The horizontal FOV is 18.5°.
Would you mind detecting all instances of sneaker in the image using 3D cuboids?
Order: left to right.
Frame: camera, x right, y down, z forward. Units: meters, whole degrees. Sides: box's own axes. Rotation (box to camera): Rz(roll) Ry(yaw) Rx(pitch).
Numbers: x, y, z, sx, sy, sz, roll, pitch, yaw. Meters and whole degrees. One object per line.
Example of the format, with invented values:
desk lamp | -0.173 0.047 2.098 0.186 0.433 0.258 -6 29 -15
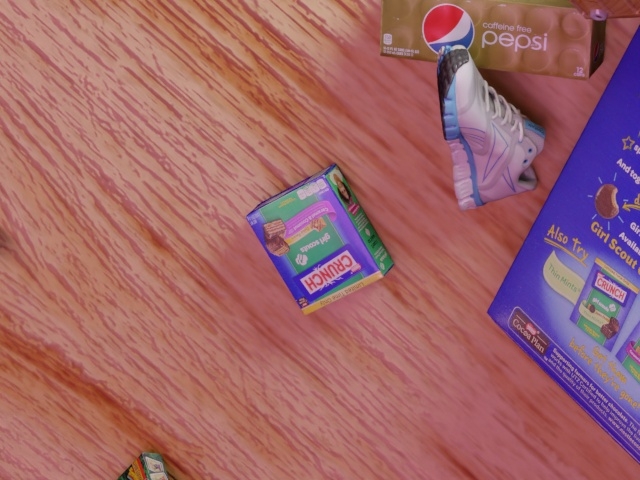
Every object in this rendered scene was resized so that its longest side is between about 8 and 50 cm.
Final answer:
sneaker | 0.143 -0.098 1.628 0.083 0.071 0.191 -5 147 11

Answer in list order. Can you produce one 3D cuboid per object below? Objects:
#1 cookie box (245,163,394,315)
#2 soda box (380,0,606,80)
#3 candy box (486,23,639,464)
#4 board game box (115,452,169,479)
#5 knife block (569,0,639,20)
cookie box | 0.000 0.000 1.761 0.092 0.040 0.107 -27 99 27
soda box | 0.143 -0.178 1.628 0.181 0.058 0.061 8 113 18
candy box | 0.313 0.010 1.542 0.268 0.122 0.317 46 124 34
board game box | -0.162 0.344 1.870 0.136 0.030 0.260 -45 49 25
knife block | 0.311 -0.292 1.465 0.275 0.088 0.242 2 69 34
